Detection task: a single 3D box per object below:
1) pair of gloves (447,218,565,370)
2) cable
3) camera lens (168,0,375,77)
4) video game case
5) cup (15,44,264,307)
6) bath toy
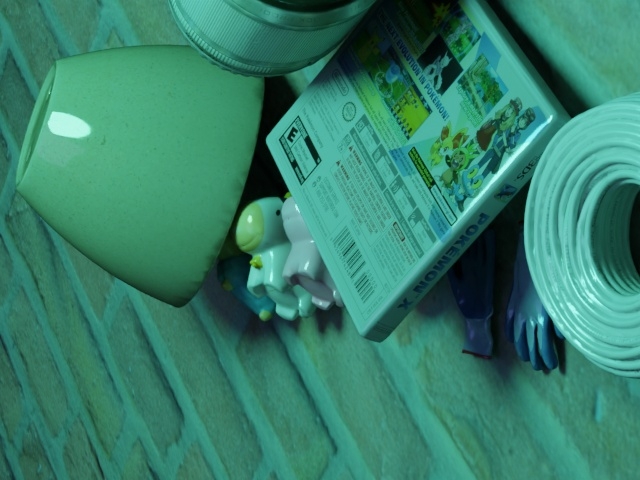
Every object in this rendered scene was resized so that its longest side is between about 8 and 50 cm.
[{"bbox_3d":[0.188,0.049,1.638,0.198,0.023,0.159,6,99,60],"label":"pair of gloves"},{"bbox_3d":[0.290,-0.006,1.415,0.257,0.089,0.257,-52,51,45],"label":"cable"},{"bbox_3d":[-0.044,-0.298,1.663,0.274,0.219,0.219,146,118,-75],"label":"camera lens"},{"bbox_3d":[0.088,-0.109,1.644,0.300,0.036,0.329,-50,41,22],"label":"video game case"},{"bbox_3d":[-0.239,-0.106,1.980,0.331,0.237,0.331,-163,90,-73],"label":"cup"},{"bbox_3d":[0.000,0.000,1.841,0.348,0.151,0.129,-10,42,58],"label":"bath toy"}]
